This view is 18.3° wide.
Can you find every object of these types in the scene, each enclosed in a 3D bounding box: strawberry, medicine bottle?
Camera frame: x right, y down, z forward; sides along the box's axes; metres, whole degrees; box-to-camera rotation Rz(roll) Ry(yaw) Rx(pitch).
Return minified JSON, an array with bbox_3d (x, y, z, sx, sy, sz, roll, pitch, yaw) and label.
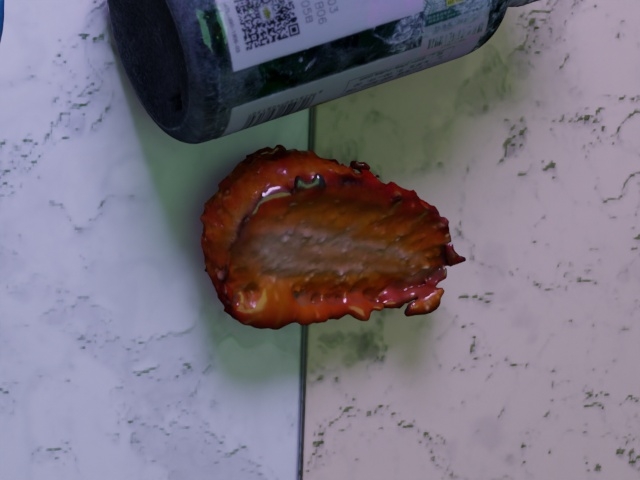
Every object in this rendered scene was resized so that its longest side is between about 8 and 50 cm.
[{"bbox_3d":[0.000,0.000,1.332,0.188,0.082,0.121,11,110,-36],"label":"strawberry"},{"bbox_3d":[0.020,-0.168,1.279,0.293,0.141,0.141,-20,104,-22],"label":"medicine bottle"}]

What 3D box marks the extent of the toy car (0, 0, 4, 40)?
[{"bbox_3d":[-0.303,-0.102,1.106,0.255,0.188,0.190,-8,108,-28],"label":"toy car"}]
